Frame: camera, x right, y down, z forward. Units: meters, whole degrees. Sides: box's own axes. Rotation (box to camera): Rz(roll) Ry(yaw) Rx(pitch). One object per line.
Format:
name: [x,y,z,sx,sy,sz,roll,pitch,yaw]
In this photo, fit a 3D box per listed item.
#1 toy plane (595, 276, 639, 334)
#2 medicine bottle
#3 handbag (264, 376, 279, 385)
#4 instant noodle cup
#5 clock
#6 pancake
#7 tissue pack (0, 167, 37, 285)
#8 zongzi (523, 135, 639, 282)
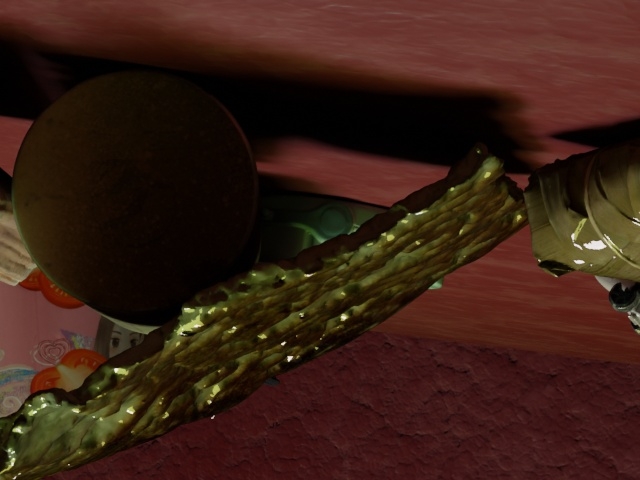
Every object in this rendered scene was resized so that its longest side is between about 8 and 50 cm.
toy plane: [0.291,0.053,1.377,0.171,0.065,0.162,40,180,43]
medicine bottle: [-0.117,-0.014,1.145,0.151,0.151,0.322,9,174,-1]
handbag: [-0.144,0.034,1.508,0.269,0.118,0.325,34,177,9]
instant noodle cup: [-0.280,0.092,1.774,0.243,0.231,0.243,-2,174,0]
clock: [0.000,0.000,1.503,0.211,0.066,0.159,13,172,-27]
pancake: [-0.040,0.045,1.056,0.427,0.067,0.305,-28,168,-6]
tissue pack: [-0.271,-0.048,1.112,0.170,0.071,0.325,41,175,1]
zongzi: [0.243,-0.022,0.990,0.189,0.081,0.178,5,165,-24]
